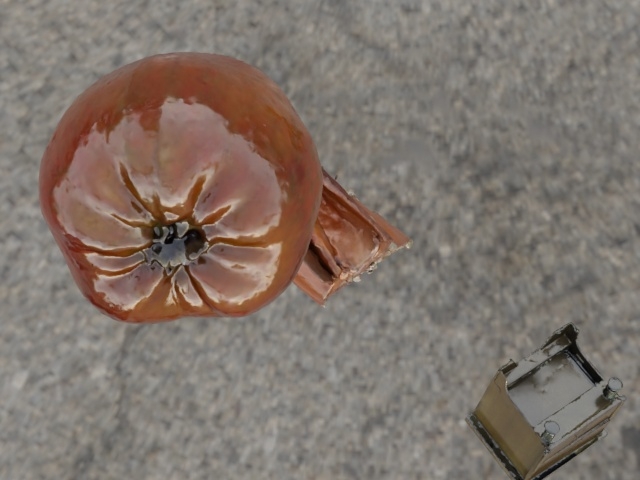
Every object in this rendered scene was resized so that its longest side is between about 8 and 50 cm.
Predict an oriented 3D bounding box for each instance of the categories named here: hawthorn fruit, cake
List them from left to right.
[{"bbox_3d":[-0.065,-0.030,0.618,0.125,0.125,0.140,-25,65,11],"label":"hawthorn fruit"},{"bbox_3d":[0.004,-0.005,1.181,0.135,0.287,0.098,40,88,13],"label":"cake"}]

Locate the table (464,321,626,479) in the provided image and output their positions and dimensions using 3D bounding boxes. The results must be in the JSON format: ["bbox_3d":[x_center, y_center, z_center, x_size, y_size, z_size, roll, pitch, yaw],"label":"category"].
[{"bbox_3d":[0.163,0.118,1.001,0.083,0.082,0.070,-29,67,-22],"label":"table"}]
